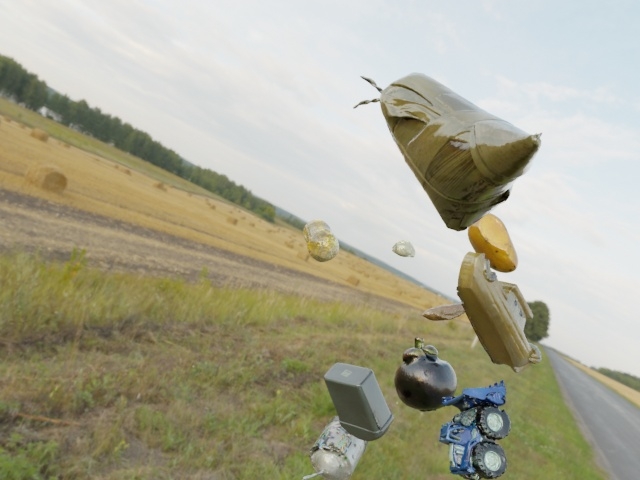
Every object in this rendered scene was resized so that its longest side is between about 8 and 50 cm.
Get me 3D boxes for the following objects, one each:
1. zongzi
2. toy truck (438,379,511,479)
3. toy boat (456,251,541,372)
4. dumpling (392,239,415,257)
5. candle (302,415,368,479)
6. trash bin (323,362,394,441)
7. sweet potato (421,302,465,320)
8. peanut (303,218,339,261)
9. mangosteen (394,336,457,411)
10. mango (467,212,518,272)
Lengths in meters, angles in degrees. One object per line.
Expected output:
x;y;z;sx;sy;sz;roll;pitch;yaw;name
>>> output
0.284;-0.308;1.053;0.500;0.218;0.467;59;-8;15;zongzi
0.330;0.402;1.015;0.126;0.208;0.113;22;-33;0;toy truck
0.397;0.154;1.028;0.321;0.121;0.089;57;-19;-21;toy boat
0.288;0.028;1.609;0.077;0.060;0.043;19;-1;44;dumpling
0.054;0.827;1.797;0.187;0.188;0.330;26;24;18;candle
0.122;0.510;1.461;0.176;0.101;0.236;-1;-64;46;trash bin
0.464;0.257;1.674;0.205;0.060;0.068;-15;32;-7;sweet potato
0.000;0.000;1.303;0.087;0.087;0.207;26;14;-18;peanut
0.434;0.556;1.954;0.274;0.303;0.275;-5;-19;-2;mangosteen
0.736;0.019;1.982;0.191;0.159;0.291;72;-4;-58;mango
